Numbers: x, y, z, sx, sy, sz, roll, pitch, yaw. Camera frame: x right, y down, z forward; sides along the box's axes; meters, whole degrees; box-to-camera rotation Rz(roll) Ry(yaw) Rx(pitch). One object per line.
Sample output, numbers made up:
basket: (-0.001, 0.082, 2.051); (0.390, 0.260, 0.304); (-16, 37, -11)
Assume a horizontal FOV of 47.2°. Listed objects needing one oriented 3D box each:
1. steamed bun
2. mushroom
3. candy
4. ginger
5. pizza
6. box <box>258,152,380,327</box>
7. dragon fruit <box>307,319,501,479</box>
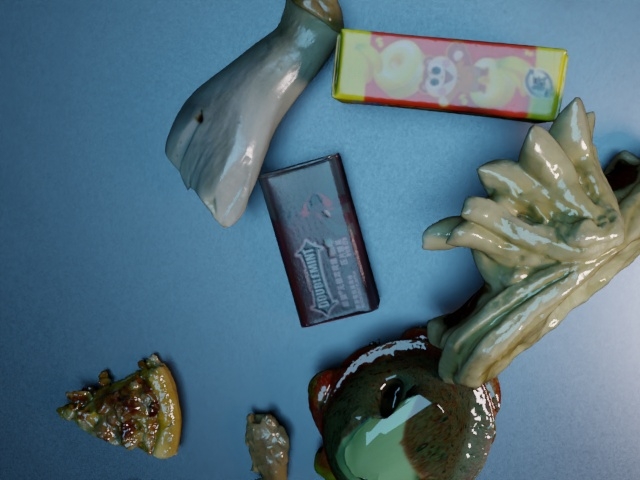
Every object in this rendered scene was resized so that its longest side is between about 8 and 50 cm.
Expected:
steamed bun: (0.275, -0.015, 0.889); (0.428, 0.247, 0.189); (-40, 73, -1)
mushroom: (-0.078, -0.190, 0.973); (0.159, 0.122, 0.329); (39, 98, 8)
candy: (0.158, -0.206, 0.932); (0.275, 0.146, 0.088); (7, 100, 4)
ginger: (-0.082, 0.338, 1.088); (0.069, 0.051, 0.174); (7, 97, 9)
pizza: (-0.305, 0.254, 1.092); (0.193, 0.069, 0.154); (-5, 99, 6)
box: (0.000, 0.000, 1.020); (0.120, 0.069, 0.224); (-13, 98, 9)
dragon fruit: (0.112, 0.261, 1.020); (0.295, 0.130, 0.268); (-42, 97, 10)
